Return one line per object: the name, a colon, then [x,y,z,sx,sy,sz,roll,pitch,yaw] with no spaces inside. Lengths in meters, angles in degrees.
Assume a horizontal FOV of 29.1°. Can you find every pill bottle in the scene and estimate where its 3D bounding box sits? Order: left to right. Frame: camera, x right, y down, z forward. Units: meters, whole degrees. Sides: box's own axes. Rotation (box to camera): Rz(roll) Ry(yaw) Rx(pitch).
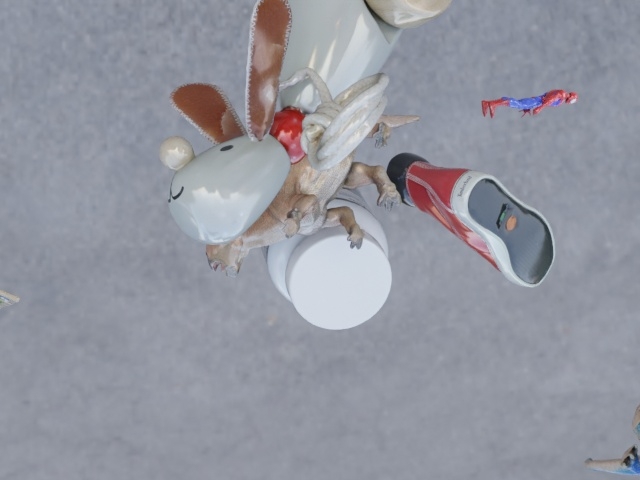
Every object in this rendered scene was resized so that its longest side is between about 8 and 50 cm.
pill bottle: [0.000,0.000,1.649,0.162,0.278,0.162,-4,114,-10]

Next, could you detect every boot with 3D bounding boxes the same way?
boot: [0.192,-0.032,1.612,0.176,0.088,0.244,22,166,46]

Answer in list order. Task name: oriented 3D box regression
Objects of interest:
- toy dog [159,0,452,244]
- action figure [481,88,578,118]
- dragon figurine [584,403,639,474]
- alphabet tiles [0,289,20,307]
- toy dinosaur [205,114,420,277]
toy dog: [-0.031,-0.165,1.011,0.161,0.334,0.220,44,130,-11]
action figure: [0.248,-0.160,1.443,0.115,0.030,0.038,-12,-173,-12]
dragon figurine: [0.402,0.233,1.305,0.144,0.085,0.289,35,137,-6]
alphabet tiles: [-0.481,0.031,1.440,0.237,0.009,0.198,24,165,-20]
toy dinosaur: [-0.023,-0.084,1.458,0.296,0.200,0.127,-49,138,-12]
